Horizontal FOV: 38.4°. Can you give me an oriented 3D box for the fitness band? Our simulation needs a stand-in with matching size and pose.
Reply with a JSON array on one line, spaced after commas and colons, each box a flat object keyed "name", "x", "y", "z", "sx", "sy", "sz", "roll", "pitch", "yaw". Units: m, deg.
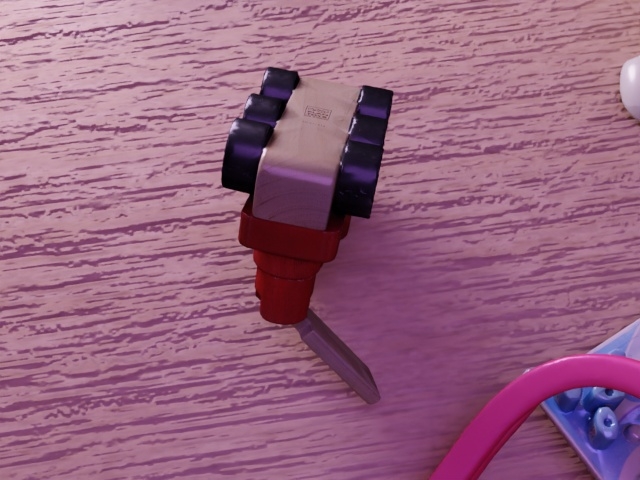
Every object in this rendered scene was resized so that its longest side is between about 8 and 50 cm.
[{"name": "fitness band", "x": 0.194, "y": 0.224, "z": 0.729, "sx": 0.209, "sy": 0.054, "sz": 0.291, "roll": 41, "pitch": 105, "yaw": 27}]

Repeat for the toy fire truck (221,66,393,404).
[{"name": "toy fire truck", "x": 0.000, "y": 0.000, "z": 0.804, "sx": 0.158, "sy": 0.217, "sz": 0.246, "roll": 11, "pitch": 117, "yaw": 2}]

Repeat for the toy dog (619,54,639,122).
[{"name": "toy dog", "x": 0.478, "y": -0.223, "z": 0.734, "sx": 0.395, "sy": 0.408, "sz": 0.284, "roll": 34, "pitch": 78, "yaw": 8}]

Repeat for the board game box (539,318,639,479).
[{"name": "board game box", "x": 0.453, "y": 0.175, "z": 0.760, "sx": 0.390, "sy": 0.050, "sz": 0.390, "roll": -30, "pitch": 65, "yaw": -13}]
